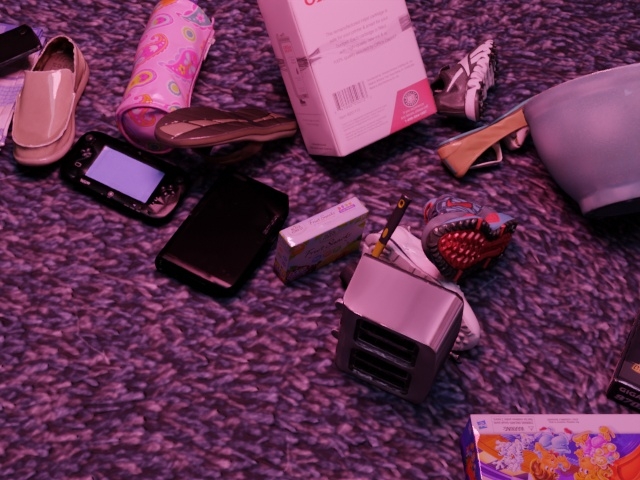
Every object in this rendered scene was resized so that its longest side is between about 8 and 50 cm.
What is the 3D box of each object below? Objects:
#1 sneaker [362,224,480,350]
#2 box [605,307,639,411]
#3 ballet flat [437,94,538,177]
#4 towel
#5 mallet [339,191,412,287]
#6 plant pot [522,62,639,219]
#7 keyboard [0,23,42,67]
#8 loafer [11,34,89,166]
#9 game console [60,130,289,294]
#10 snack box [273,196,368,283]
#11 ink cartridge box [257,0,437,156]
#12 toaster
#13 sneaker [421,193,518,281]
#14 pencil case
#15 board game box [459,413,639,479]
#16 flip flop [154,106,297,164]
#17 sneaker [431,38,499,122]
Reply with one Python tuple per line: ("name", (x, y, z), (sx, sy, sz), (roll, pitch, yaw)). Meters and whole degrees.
("sneaker", (0.169, 0.064, 1.795), (0.095, 0.090, 0.235), (-19, 60, -43))
("box", (0.553, 0.200, 1.761), (0.220, 0.051, 0.175), (25, 53, 12))
("ballet flat", (0.297, -0.172, 2.012), (0.232, 0.080, 0.073), (-28, 89, -23))
("towel", (-0.586, -0.263, 1.965), (0.209, 0.034, 0.285), (8, 50, 1))
("mallet", (0.083, 0.002, 1.769), (0.062, 0.189, 0.039), (38, 32, 30))
("plant pot", (0.487, -0.146, 1.901), (0.293, 0.293, 0.196), (-8, 81, -14))
("keyboard", (-0.552, -0.296, 1.951), (0.192, 0.038, 0.100), (-24, 53, -10))
("loafer", (-0.441, -0.229, 1.913), (0.102, 0.092, 0.268), (-2, 48, 6))
("game console", (-0.242, -0.057, 1.849), (0.361, 0.044, 0.213), (25, 53, 11))
("snack box", (0.000, 0.000, 1.803), (0.141, 0.100, 0.037), (-26, 60, -25))
("ink cartridge box", (0.045, -0.303, 1.930), (0.207, 0.283, 0.117), (-26, 18, -25))
("toaster", (0.112, 0.128, 1.682), (0.186, 0.168, 0.110), (24, 56, 12))
("sneaker", (0.196, -0.012, 1.803), (0.125, 0.104, 0.262), (29, 14, 24))
("pencil case", (-0.252, -0.279, 1.971), (0.124, 0.124, 0.284), (10, 50, 0))
("board game box", (0.378, 0.353, 1.600), (0.347, 0.078, 0.233), (1, 52, -8))
("flip flop", (-0.145, -0.161, 1.892), (0.112, 0.080, 0.277), (28, 23, 31))
("sneaker", (0.248, -0.284, 2.072), (0.106, 0.078, 0.234), (2, 38, 19))
